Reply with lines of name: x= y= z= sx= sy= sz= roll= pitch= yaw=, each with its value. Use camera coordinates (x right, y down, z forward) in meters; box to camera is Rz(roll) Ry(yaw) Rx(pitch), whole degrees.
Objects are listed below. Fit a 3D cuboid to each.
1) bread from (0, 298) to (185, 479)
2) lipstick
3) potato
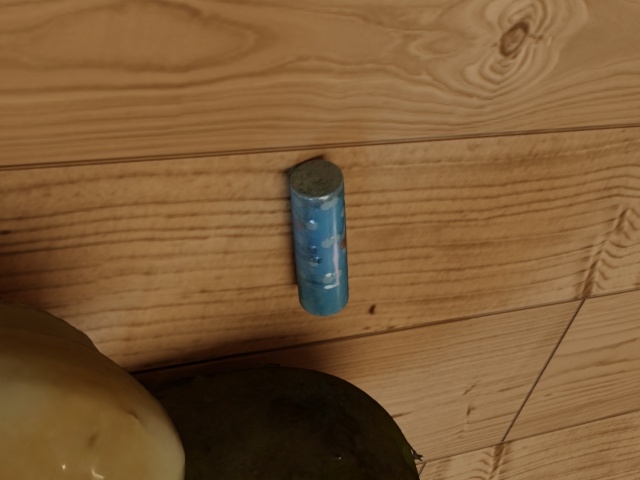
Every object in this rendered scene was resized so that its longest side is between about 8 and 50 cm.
bread: x=-0.279 y=0.219 z=0.913 sx=0.348 sy=0.253 sz=0.376 roll=19 pitch=84 yaw=-37
lipstick: x=0.000 y=0.000 z=1.155 sx=0.048 sy=0.048 sz=0.158 roll=-23 pitch=141 yaw=-17
potato: x=-0.074 y=0.232 z=1.199 sx=0.359 sy=0.269 sz=0.219 roll=10 pitch=123 yaw=-15
